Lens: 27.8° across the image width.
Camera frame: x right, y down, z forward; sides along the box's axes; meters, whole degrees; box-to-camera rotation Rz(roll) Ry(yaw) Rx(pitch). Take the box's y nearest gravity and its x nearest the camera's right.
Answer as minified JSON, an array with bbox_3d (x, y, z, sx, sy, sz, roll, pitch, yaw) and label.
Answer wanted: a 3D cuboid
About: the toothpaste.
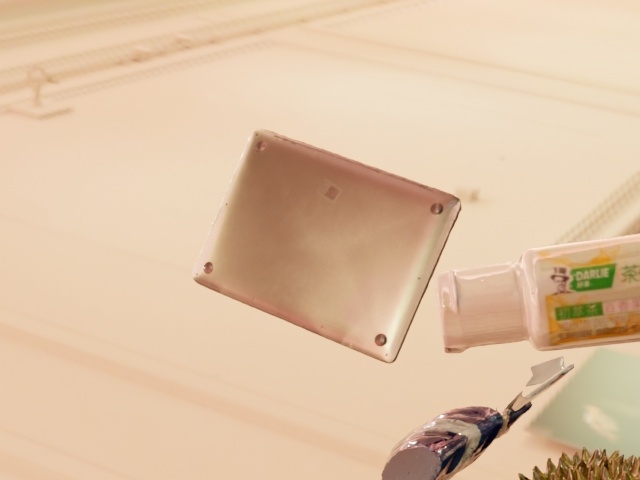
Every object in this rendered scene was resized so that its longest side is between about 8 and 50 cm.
[{"bbox_3d":[0.214,0.015,0.627,0.058,0.314,0.056,78,-173,-48],"label":"toothpaste"}]

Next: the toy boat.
[{"bbox_3d":[0.196,0.209,1.523,0.292,0.070,0.210,-30,-5,-14],"label":"toy boat"}]

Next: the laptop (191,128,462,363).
[{"bbox_3d":[0.000,0.000,1.365,0.015,0.269,0.187,30,-98,-61],"label":"laptop"}]

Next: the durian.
[{"bbox_3d":[0.313,0.334,1.479,0.352,0.158,0.169,-11,-82,-32],"label":"durian"}]
